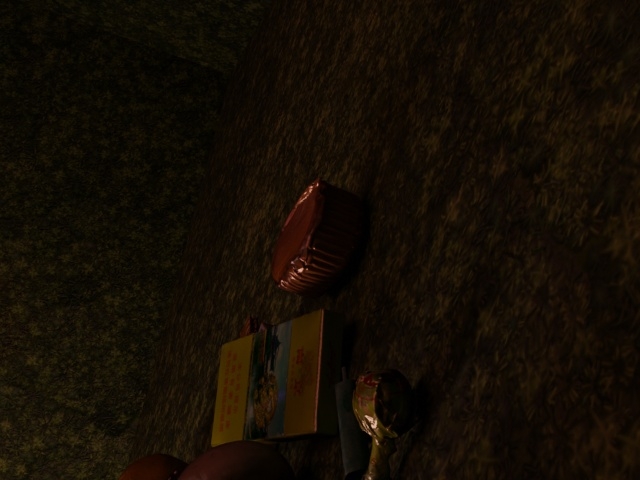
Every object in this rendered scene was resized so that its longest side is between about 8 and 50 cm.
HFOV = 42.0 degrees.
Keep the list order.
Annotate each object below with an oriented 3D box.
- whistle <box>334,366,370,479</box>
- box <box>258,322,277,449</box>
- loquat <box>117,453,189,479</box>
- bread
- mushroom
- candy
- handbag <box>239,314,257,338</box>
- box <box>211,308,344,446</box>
[{"bbox_3d":[0.041,0.245,1.109,0.186,0.039,0.039,-97,29,-55],"label":"whistle"},{"bbox_3d":[-0.101,0.279,1.512,0.149,0.067,0.233,-150,77,-72],"label":"box"},{"bbox_3d":[-0.337,0.558,1.785,0.246,0.213,0.213,124,157,-45],"label":"loquat"},{"bbox_3d":[0.000,0.001,1.394,0.199,0.104,0.199,-58,18,32],"label":"bread"},{"bbox_3d":[-0.127,0.412,1.230,0.209,0.206,0.206,-98,29,-44],"label":"mushroom"},{"bbox_3d":[0.064,0.280,0.971,0.073,0.077,0.262,8,89,53],"label":"candy"},{"bbox_3d":[-0.161,0.211,1.862,0.083,0.027,0.061,-100,29,-61],"label":"handbag"},{"bbox_3d":[-0.076,0.234,1.349,0.335,0.047,0.187,-25,55,52],"label":"box"}]
